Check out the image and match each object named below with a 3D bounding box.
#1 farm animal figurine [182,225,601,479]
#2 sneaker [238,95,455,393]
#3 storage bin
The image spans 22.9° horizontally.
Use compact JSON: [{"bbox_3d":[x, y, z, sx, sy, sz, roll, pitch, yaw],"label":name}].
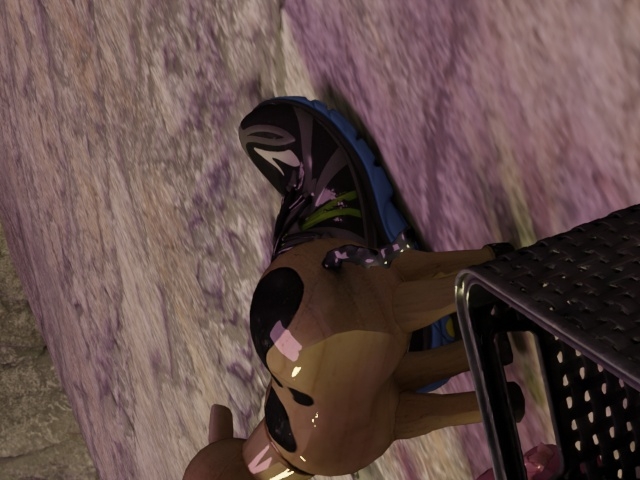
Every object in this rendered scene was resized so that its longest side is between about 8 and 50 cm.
[{"bbox_3d":[0.017,0.178,0.694,0.327,0.172,0.330,120,139,-76],"label":"farm animal figurine"},{"bbox_3d":[0.000,0.000,0.785,0.067,0.078,0.188,92,155,-55],"label":"sneaker"},{"bbox_3d":[0.119,0.068,0.431,0.180,0.084,0.122,-144,37,-64],"label":"storage bin"}]
